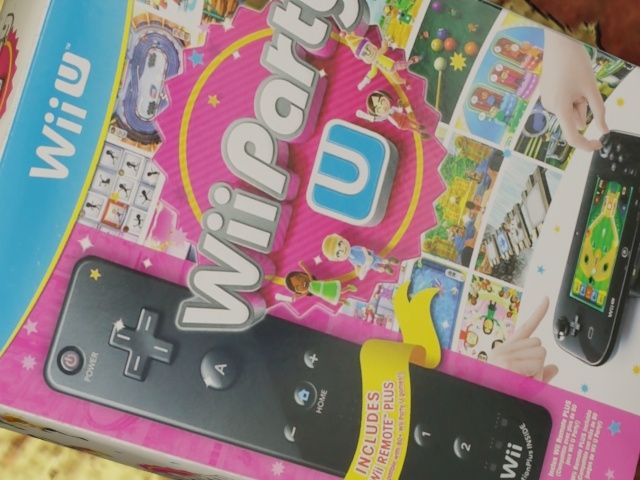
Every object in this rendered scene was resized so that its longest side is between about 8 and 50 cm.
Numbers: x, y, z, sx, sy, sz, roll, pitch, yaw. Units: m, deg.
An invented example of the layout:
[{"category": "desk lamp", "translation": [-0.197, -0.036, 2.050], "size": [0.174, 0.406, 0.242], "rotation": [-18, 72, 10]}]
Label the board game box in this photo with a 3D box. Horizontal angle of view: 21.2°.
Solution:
[{"category": "board game box", "translation": [0.000, 0.000, 0.715], "size": [0.303, 0.097, 0.224], "rotation": [19, 78, -22]}]
